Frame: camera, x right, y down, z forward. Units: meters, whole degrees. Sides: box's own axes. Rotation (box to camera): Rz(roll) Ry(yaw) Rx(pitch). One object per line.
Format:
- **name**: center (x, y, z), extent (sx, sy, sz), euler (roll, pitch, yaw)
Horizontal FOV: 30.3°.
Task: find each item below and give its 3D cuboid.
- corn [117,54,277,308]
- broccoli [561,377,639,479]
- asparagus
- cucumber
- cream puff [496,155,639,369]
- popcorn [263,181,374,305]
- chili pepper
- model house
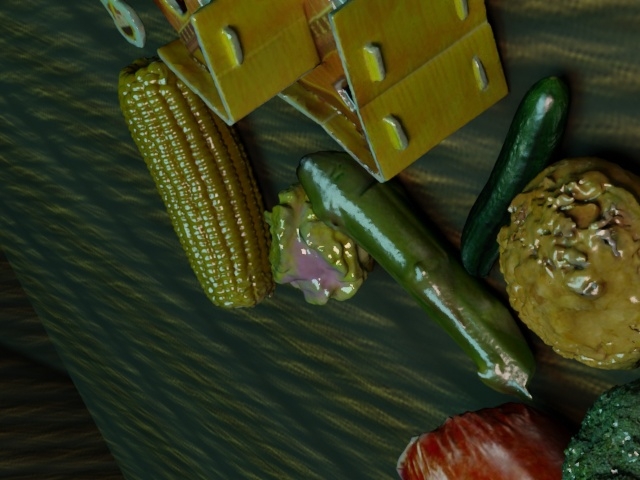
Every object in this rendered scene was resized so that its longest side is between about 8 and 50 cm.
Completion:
- **corn**: center (-0.149, -0.076, 1.516), extent (0.131, 0.131, 0.344), euler (9, 125, 57)
- **broccoli**: center (0.294, 0.225, 0.898), extent (0.270, 0.270, 0.270), euler (55, 154, -12)
- **asparagus**: center (0.109, 0.029, 1.218), extent (0.343, 0.085, 0.082), euler (45, 108, 15)
- **cucumber**: center (0.172, -0.045, 1.073), extent (0.056, 0.056, 0.284), euler (49, 151, 23)
- **cream puff**: center (0.222, 0.024, 0.970), extent (0.189, 0.129, 0.189), euler (40, 148, 31)
- **popcorn**: center (0.000, 0.000, 1.339), extent (0.126, 0.126, 0.145), euler (-11, 111, 55)
- **chili pepper**: center (0.243, 0.302, 1.147), extent (0.251, 0.229, 0.305), euler (34, -163, -50)
- **model house**: center (0.015, -0.204, 0.948), extent (0.323, 0.300, 0.340), euler (54, 160, -8)
